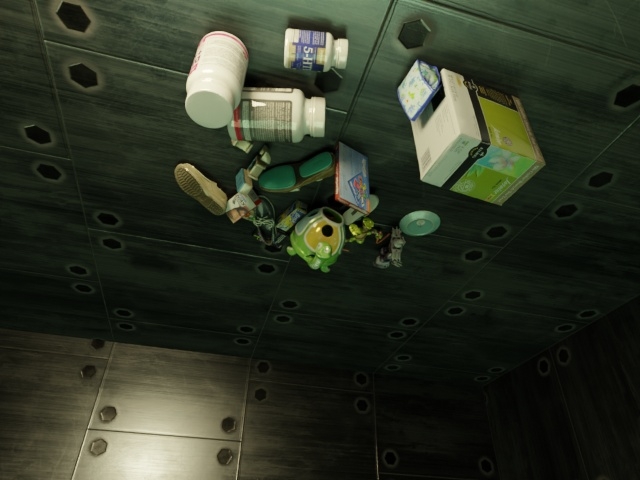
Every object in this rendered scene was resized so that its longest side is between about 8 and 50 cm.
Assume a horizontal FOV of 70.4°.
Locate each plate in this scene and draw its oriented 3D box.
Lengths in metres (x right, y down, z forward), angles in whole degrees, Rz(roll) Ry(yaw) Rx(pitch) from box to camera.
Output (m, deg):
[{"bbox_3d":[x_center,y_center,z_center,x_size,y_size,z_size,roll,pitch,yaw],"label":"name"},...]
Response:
[{"bbox_3d":[0.462,-0.070,2.111,0.188,0.024,0.188,2,144,1],"label":"plate"}]

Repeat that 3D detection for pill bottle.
[{"bbox_3d":[-0.310,-0.481,1.361,0.160,0.283,0.160,1,143,1],"label":"pill bottle"},{"bbox_3d":[-0.144,-0.420,1.528,0.318,0.176,0.176,2,144,0],"label":"pill bottle"},{"bbox_3d":[-0.014,-0.572,1.373,0.186,0.112,0.112,4,144,-3],"label":"pill bottle"}]

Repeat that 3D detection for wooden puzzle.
[{"bbox_3d":[-0.315,-0.114,2.086,0.116,0.014,0.078,14,141,-16],"label":"wooden puzzle"}]

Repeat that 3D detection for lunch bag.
[{"bbox_3d":[0.320,-0.477,1.457,0.096,0.151,0.129,15,141,-17],"label":"lunch bag"}]

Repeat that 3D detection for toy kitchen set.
[{"bbox_3d":[-0.309,-0.313,1.762,0.166,0.122,0.207,26,117,-29],"label":"toy kitchen set"}]

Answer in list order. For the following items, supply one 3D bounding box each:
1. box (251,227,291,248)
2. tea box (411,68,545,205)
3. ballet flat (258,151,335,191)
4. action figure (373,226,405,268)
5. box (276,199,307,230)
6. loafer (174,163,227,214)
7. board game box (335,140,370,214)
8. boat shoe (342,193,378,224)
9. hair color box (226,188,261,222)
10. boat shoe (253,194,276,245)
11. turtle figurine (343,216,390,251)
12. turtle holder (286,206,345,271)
[{"bbox_3d":[-0.235,-0.023,2.194,0.162,0.029,0.116,23,138,-27],"label":"box"},{"bbox_3d":[0.501,-0.336,1.492,0.323,0.329,0.220,14,141,-16],"label":"tea box"},{"bbox_3d":[-0.077,-0.259,1.824,0.342,0.116,0.124,-19,158,19],"label":"ballet flat"},{"bbox_3d":[0.344,0.044,2.152,0.099,0.185,0.285,17,158,-6],"label":"action figure"},{"bbox_3d":[-0.131,-0.111,2.051,0.059,0.054,0.169,25,137,-29],"label":"box"},{"bbox_3d":[-0.491,-0.220,1.890,0.101,0.092,0.268,-25,120,29],"label":"loafer"},{"bbox_3d":[0.118,-0.234,1.683,0.145,0.281,0.027,23,139,-26],"label":"board game box"},{"bbox_3d":[0.183,-0.142,1.989,0.070,0.078,0.219,-23,172,-44],"label":"boat shoe"},{"bbox_3d":[-0.343,-0.156,1.964,0.167,0.053,0.093,-32,98,38],"label":"hair color box"},{"bbox_3d":[-0.253,-0.086,2.043,0.095,0.079,0.255,-2,133,1],"label":"boat shoe"},{"bbox_3d":[0.197,-0.037,2.107,0.269,0.087,0.217,-12,161,-2],"label":"turtle figurine"},{"bbox_3d":[-0.012,-0.013,1.981,0.243,0.320,0.227,38,116,12],"label":"turtle holder"}]
